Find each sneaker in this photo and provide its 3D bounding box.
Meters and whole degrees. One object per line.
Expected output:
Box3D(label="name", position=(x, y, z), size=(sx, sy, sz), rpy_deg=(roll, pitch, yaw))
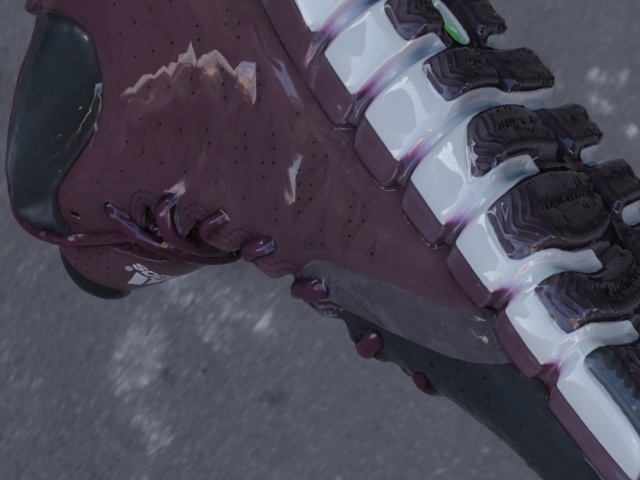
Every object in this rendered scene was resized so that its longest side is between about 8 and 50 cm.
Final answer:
Box3D(label="sneaker", position=(0.000, 0.000, 0.512), size=(0.106, 0.162, 0.281), rpy_deg=(-5, 59, -58))
